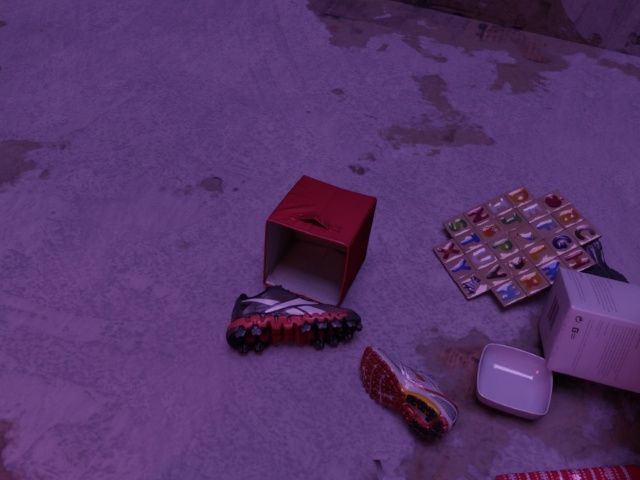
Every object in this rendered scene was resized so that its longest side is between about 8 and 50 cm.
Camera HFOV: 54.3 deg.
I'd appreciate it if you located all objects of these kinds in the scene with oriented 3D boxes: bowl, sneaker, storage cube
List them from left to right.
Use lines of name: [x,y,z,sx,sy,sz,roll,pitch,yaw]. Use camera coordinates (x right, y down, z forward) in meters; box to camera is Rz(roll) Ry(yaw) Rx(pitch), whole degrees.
sneaker: [-0.055,0.151,1.279,0.276,0.097,0.135,-2,48,-6]
storage cube: [0.000,0.000,1.361,0.184,0.214,0.193,18,40,13]
sneaker: [0.165,0.283,1.193,0.093,0.088,0.225,-13,44,-46]
bowl: [0.374,0.280,1.223,0.142,0.053,0.142,17,47,11]
sneaker: [0.589,0.066,1.428,0.130,0.109,0.286,-13,45,-8]

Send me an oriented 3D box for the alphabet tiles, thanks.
alphabet tiles: [0.454,0.004,1.460,0.343,0.011,0.285,-25,49,-3]

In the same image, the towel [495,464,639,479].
towel: [0.454,0.478,1.049,0.275,0.031,0.198,-2,44,-7]

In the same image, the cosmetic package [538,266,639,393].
cosmetic package: [0.642,0.193,1.230,0.366,0.155,0.197,15,23,9]

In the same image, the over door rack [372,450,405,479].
over door rack: [0.190,0.455,0.912,0.324,0.108,0.239,6,25,26]
